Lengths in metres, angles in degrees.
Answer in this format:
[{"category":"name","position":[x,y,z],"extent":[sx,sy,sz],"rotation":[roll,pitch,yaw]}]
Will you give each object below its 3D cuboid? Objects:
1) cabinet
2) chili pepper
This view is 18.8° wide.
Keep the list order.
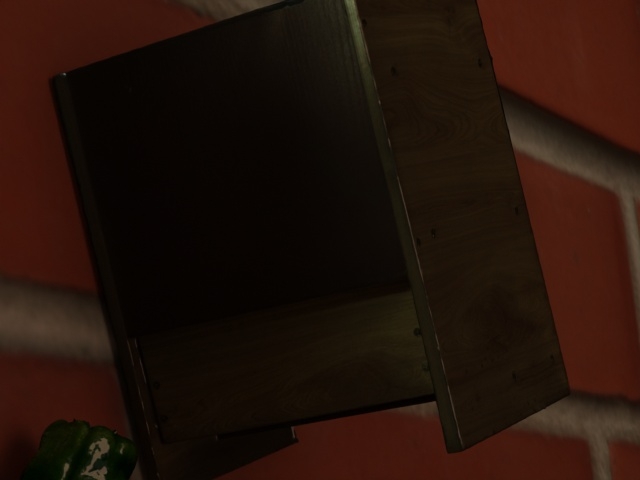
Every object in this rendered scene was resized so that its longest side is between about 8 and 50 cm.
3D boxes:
[{"category":"cabinet","position":[0.000,0.000,0.958],"extent":[0.148,0.174,0.215],"rotation":[-11,87,-61]},{"category":"chili pepper","position":[-0.130,0.145,0.798],"extent":[0.182,0.050,0.073],"rotation":[-49,128,-53]}]
